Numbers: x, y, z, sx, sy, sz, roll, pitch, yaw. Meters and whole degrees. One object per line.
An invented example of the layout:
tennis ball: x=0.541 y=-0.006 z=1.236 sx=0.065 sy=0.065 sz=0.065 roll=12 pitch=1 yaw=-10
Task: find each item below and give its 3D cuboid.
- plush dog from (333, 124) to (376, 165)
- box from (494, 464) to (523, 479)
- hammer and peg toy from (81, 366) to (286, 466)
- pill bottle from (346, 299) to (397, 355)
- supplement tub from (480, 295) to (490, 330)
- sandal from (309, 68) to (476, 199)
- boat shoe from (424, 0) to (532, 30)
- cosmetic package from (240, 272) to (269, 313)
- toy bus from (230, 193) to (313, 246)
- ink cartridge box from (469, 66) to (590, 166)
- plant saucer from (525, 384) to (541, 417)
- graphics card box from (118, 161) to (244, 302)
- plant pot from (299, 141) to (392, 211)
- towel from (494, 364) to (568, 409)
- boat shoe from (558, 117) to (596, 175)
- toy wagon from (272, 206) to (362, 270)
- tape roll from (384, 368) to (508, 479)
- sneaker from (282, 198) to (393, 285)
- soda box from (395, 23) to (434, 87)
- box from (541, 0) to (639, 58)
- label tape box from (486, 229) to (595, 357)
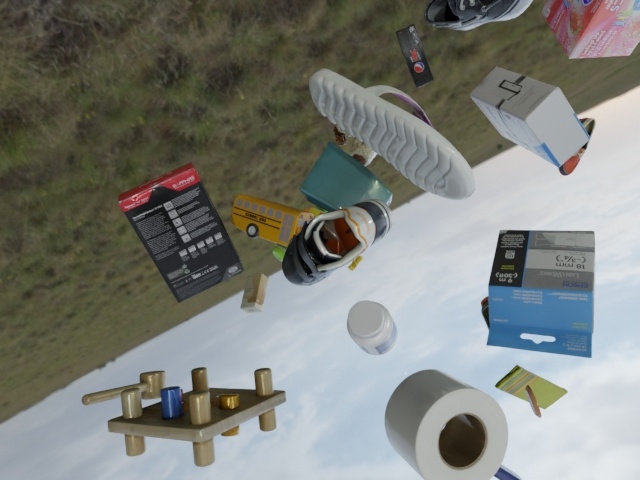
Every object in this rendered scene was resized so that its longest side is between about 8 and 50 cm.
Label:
plush dog: x=0.153 y=-0.442 z=1.883 sx=0.210 sy=0.225 sz=0.263 roll=-35 pitch=150 yaw=-46
box: x=0.488 y=0.657 z=1.483 sx=0.037 sy=0.225 sz=0.136 roll=-61 pitch=161 yaw=-7
hammer and peg toy: x=-0.284 y=0.344 z=1.009 sx=0.361 sy=0.128 sz=0.265 roll=-8 pitch=176 yaw=30
pill bottle: x=0.124 y=0.209 z=1.215 sx=0.111 sy=0.112 sz=0.187 roll=-27 pitch=154 yaw=2
supplement tub: x=0.739 y=0.325 z=2.073 sx=0.116 sy=0.191 sz=0.117 roll=-5 pitch=136 yaw=-5
sandal: x=0.148 y=-0.238 z=0.992 sx=0.102 sy=0.416 sz=0.169 roll=-46 pitch=161 yaw=-14
boat shoe: x=0.295 y=-0.470 z=0.957 sx=0.102 sy=0.108 sz=0.301 roll=-7 pitch=-166 yaw=-14
cosmetic package: x=-0.201 y=0.162 z=1.534 sx=0.060 sy=0.115 sz=0.041 roll=-12 pitch=144 yaw=29
toy bus: x=-0.137 y=-0.053 z=1.661 sx=0.332 sy=0.130 sz=0.108 roll=17 pitch=-173 yaw=29
ink cartridge box: x=0.417 y=-0.254 z=1.013 sx=0.086 sy=0.148 sz=0.203 roll=-46 pitch=-149 yaw=11
plant saucer: x=0.552 y=0.419 z=1.302 sx=0.013 sy=0.084 sz=0.083 roll=-19 pitch=-179 yaw=10
graphics card box: x=-0.404 y=-0.019 z=1.490 sx=0.232 sy=0.371 sz=0.094 roll=-27 pitch=-151 yaw=-9
plant pot: x=0.088 y=-0.144 z=1.493 sx=0.166 sy=0.234 sz=0.166 roll=-57 pitch=171 yaw=-2
towel: x=0.641 y=0.448 z=1.519 sx=0.102 sy=0.237 sz=0.021 roll=-50 pitch=-152 yaw=25
boat shoe: x=0.584 y=-0.213 z=1.139 sx=0.049 sy=0.137 sz=0.043 roll=18 pitch=-174 yaw=-16
toy wagon: x=0.000 y=0.000 z=1.790 sx=0.344 sy=0.068 sz=0.267 roll=26 pitch=-118 yaw=35
tape roll: x=0.297 y=0.451 z=1.204 sx=0.246 sy=0.246 sz=0.169 roll=-27 pitch=-170 yaw=-14
sneaker: x=-0.001 y=0.014 z=1.057 sx=0.321 sy=0.126 sz=0.127 roll=-36 pitch=171 yaw=40
soda box: x=0.276 y=-0.539 z=1.465 sx=0.060 sy=0.169 sz=0.053 roll=-21 pitch=-158 yaw=15
box: x=0.554 y=-0.500 z=0.906 sx=0.142 sy=0.154 sz=0.300 roll=-5 pitch=149 yaw=-8
label tape box: x=0.561 y=0.117 z=1.269 sx=0.240 sy=0.106 sz=0.334 roll=1 pitch=-138 yaw=28
